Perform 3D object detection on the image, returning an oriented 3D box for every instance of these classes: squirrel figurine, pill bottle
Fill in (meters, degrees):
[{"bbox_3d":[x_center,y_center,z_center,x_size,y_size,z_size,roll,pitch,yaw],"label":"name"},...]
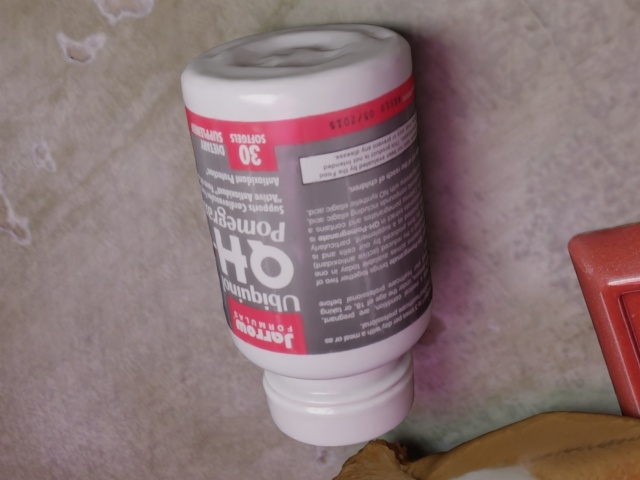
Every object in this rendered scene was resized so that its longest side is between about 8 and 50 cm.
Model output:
[{"bbox_3d":[0.174,0.368,0.851,0.397,0.281,0.370,0,130,46],"label":"squirrel figurine"},{"bbox_3d":[0.000,0.000,0.750,0.176,0.176,0.319,3,117,24],"label":"pill bottle"}]

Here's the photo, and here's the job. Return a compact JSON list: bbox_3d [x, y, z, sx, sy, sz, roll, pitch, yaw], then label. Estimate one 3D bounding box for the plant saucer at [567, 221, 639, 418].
[{"bbox_3d":[0.349,0.095,0.715,0.259,0.048,0.258,-13,110,30],"label":"plant saucer"}]
